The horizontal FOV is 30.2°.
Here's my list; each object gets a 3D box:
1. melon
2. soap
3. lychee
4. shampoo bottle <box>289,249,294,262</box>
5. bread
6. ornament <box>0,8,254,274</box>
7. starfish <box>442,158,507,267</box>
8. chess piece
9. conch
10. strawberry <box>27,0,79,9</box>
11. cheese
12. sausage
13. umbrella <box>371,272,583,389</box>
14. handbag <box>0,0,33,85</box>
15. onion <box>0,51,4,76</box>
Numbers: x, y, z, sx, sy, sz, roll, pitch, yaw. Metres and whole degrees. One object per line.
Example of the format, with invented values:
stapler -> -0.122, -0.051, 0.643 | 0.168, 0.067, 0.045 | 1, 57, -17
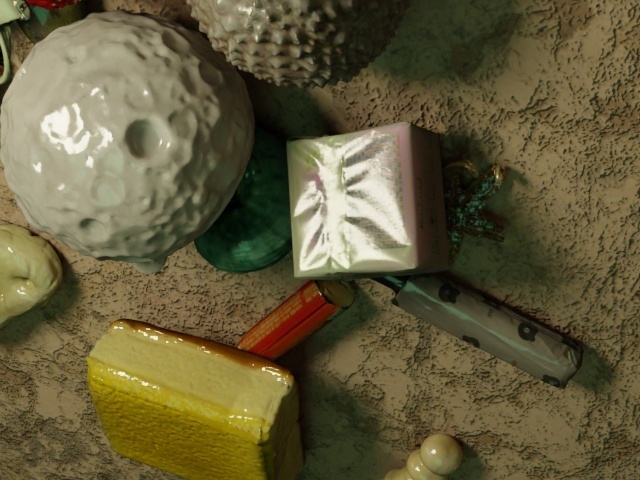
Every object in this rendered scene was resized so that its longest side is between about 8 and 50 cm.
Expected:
melon -> -0.378, -0.332, 1.624 | 0.099, 0.099, 0.162 | -10, 118, 27
soap -> 0.065, -0.048, 1.581 | 0.182, 0.138, 0.199 | -7, 81, 26
lychee -> -0.025, -0.320, 1.391 | 0.300, 0.300, 0.300 | 10, 127, 14
shampoo bottle -> 0.000, 0.000, 1.727 | 0.162, 0.079, 0.079 | -6, 121, 24
bread -> -0.192, 0.281, 1.912 | 0.333, 0.143, 0.323 | 18, 147, 11
ornament -> -0.262, -0.140, 1.560 | 0.337, 0.337, 0.337 | 10, 127, 14
starfish -> 0.193, -0.037, 1.660 | 0.150, 0.053, 0.209 | 25, 134, 19
chess piece -> 0.166, 0.381, 1.932 | 0.094, 0.094, 0.170 | 31, 125, -3
conch -> -0.097, -0.038, 1.680 | 0.134, 0.196, 0.202 | 25, 130, -20
strawberry -> -0.298, -0.416, 1.442 | 0.277, 0.257, 0.257 | -14, 118, 19
cheese -> -0.544, 0.071, 1.976 | 0.263, 0.093, 0.159 | -32, 110, 34
sausage -> -0.054, 0.136, 1.845 | 0.083, 0.083, 0.264 | 42, 128, -11
umbrella -> 0.224, 0.113, 1.730 | 0.337, 0.067, 0.073 | 27, 115, 1
handbag -> -0.481, -0.364, 1.600 | 0.241, 0.109, 0.315 | 3, 126, 50
onion -> -0.595, -0.231, 1.765 | 0.284, 0.120, 0.227 | -16, 121, 29
